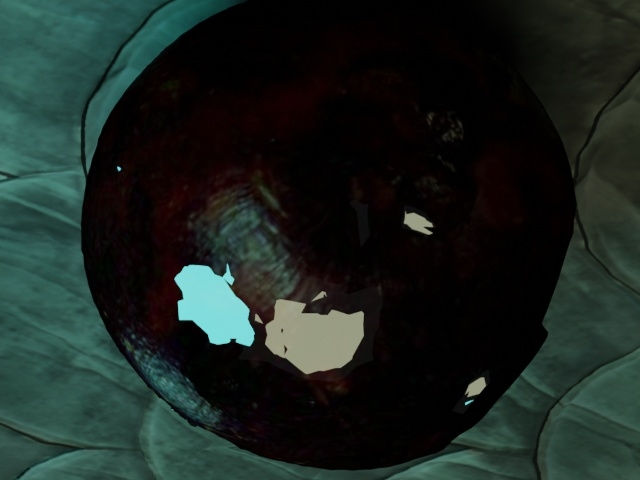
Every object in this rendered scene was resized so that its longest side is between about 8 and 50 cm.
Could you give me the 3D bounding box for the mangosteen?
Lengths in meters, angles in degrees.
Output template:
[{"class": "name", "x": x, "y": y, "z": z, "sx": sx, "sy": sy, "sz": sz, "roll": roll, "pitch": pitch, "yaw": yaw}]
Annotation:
[{"class": "mangosteen", "x": 0.017, "y": 0.007, "z": 1.215, "sx": 0.381, "sy": 0.381, "sz": 0.421, "roll": -4, "pitch": 149, "yaw": 8}]
